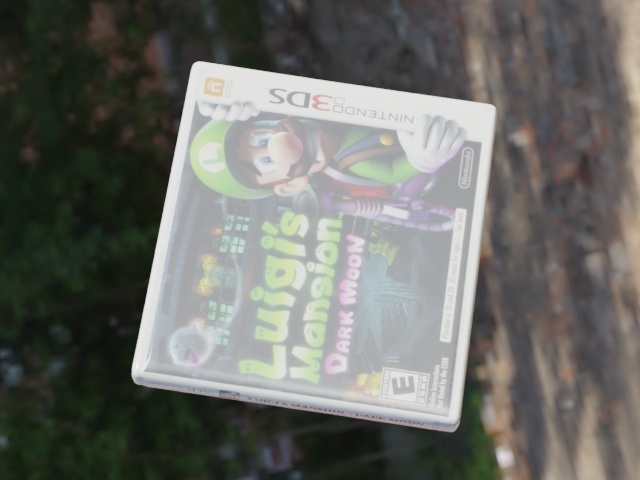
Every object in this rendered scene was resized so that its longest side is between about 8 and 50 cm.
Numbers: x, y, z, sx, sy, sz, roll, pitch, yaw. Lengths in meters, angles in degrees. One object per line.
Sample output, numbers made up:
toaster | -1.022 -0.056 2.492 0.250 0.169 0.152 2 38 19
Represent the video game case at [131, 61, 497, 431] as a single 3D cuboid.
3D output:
video game case | 0.000 0.000 1.046 0.022 0.173 0.190 95 -176 -66
